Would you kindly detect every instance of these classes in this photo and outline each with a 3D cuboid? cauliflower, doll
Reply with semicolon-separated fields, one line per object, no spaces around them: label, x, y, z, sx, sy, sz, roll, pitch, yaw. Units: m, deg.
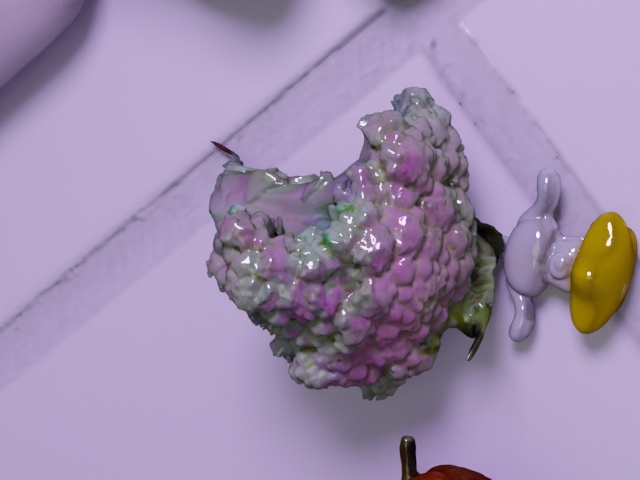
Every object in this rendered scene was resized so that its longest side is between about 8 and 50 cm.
cauliflower;0.000;0.000;1.036;0.315;0.239;0.256;25;149;33
doll;0.186;0.025;1.031;0.113;0.071;0.135;39;113;18

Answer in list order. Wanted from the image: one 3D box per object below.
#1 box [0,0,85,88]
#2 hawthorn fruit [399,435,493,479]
box;-0.389;-0.232;1.135;0.349;0.141;0.289;-37;98;19
hawthorn fruit;0.101;0.284;1.026;0.224;0.224;0.261;-20;70;20
